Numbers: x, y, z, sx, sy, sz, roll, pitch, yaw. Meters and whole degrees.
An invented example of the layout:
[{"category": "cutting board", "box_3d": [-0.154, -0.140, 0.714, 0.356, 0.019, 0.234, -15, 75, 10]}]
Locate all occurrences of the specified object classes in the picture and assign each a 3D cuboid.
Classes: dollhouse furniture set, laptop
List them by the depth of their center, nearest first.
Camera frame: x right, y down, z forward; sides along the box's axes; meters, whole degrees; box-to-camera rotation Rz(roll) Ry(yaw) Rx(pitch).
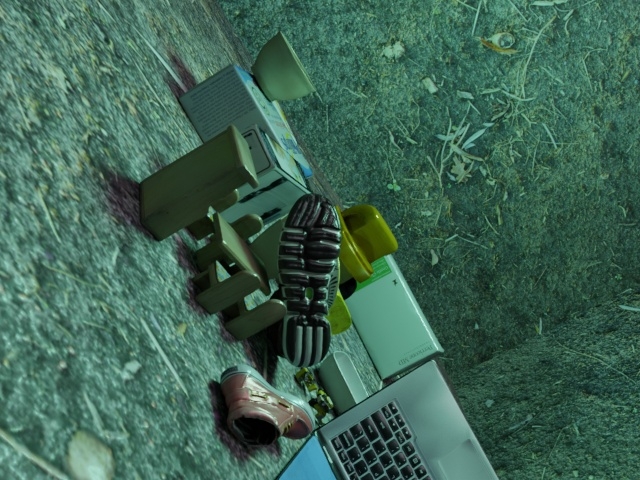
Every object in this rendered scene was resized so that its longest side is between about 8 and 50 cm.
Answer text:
[{"category": "laptop", "box_3d": [0.156, 0.422, 0.936, 0.381, 0.408, 0.236, 62, -25, 7]}, {"category": "dollhouse furniture set", "box_3d": [-0.126, -0.020, 0.945, 0.242, 0.161, 0.212, 53, 11, -41]}]

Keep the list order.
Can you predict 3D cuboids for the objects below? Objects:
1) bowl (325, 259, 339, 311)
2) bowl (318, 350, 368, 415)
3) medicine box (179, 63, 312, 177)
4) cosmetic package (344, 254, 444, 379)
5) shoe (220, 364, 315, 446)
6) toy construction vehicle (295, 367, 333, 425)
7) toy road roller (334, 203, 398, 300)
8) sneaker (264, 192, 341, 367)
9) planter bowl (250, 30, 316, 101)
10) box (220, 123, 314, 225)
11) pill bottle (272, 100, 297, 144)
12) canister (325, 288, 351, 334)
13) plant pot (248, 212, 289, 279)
[{"category": "bowl", "box_3d": [-0.030, 0.075, 1.367, 0.170, 0.080, 0.170, -176, -90, -67]}, {"category": "bowl", "box_3d": [0.048, 0.296, 1.275, 0.142, 0.053, 0.142, 62, 9, 16]}, {"category": "medicine box", "box_3d": [-0.161, -0.236, 1.485, 0.289, 0.149, 0.263, 59, 9, -4]}, {"category": "cosmetic package", "box_3d": [0.199, 0.217, 1.930, 0.365, 0.197, 0.155, 62, 9, 19]}, {"category": "shoe", "box_3d": [-0.063, 0.236, 0.822, 0.178, 0.064, 0.081, 47, 17, -37]}, {"category": "toy construction vehicle", "box_3d": [-0.008, 0.277, 1.108, 0.098, 0.035, 0.086, 58, -2, -34]}, {"category": "toy road roller", "box_3d": [0.066, -0.011, 1.745, 0.202, 0.241, 0.329, 56, 10, -31]}, {"category": "sneaker", "box_3d": [-0.051, 0.067, 1.067, 0.162, 0.107, 0.281, -16, -115, 62]}, {"category": "planter bowl", "box_3d": [-0.098, -0.401, 1.523, 0.162, 0.109, 0.162, 58, 8, -13]}, {"category": "box", "box_3d": [-0.129, -0.103, 1.188, 0.087, 0.169, 0.290, 65, 8, 12]}, {"category": "pill bottle", "box_3d": [-0.145, -0.279, 1.754, 0.136, 0.136, 0.245, 47, 16, -58]}, {"category": "canister", "box_3d": [0.011, 0.126, 1.524, 0.170, 0.073, 0.126, -110, 176, -55]}, {"category": "plant pot", "box_3d": [-0.084, 0.019, 1.266, 0.109, 0.096, 0.109, 61, 9, -5]}]
